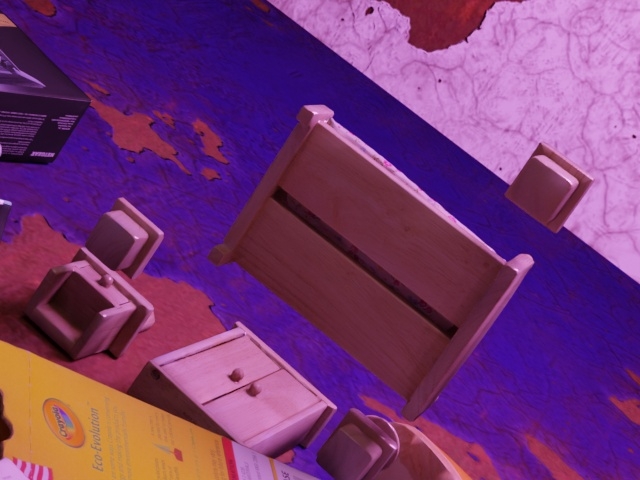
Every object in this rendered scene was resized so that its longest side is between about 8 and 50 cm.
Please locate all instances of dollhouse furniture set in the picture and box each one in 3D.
[{"bbox_3d":[0.000,0.000,1.194,0.303,0.356,0.174,39,19,14],"label":"dollhouse furniture set"}]

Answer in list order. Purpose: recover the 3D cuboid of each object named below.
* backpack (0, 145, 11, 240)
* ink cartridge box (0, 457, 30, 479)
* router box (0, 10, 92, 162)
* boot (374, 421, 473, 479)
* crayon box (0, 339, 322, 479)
[{"bbox_3d":[-0.312,-0.031,1.033,0.188,0.144,0.166,17,-10,-22],"label":"backpack"},{"bbox_3d":[-0.148,0.238,0.640,0.272,0.130,0.309,41,9,15],"label":"ink cartridge box"},{"bbox_3d":[-0.388,-0.177,1.378,0.243,0.081,0.309,44,21,23],"label":"router box"},{"bbox_3d":[0.156,0.277,1.217,0.211,0.104,0.295,22,28,-48],"label":"boot"},{"bbox_3d":[-0.108,0.189,0.980,0.318,0.081,0.202,28,20,-23],"label":"crayon box"}]
